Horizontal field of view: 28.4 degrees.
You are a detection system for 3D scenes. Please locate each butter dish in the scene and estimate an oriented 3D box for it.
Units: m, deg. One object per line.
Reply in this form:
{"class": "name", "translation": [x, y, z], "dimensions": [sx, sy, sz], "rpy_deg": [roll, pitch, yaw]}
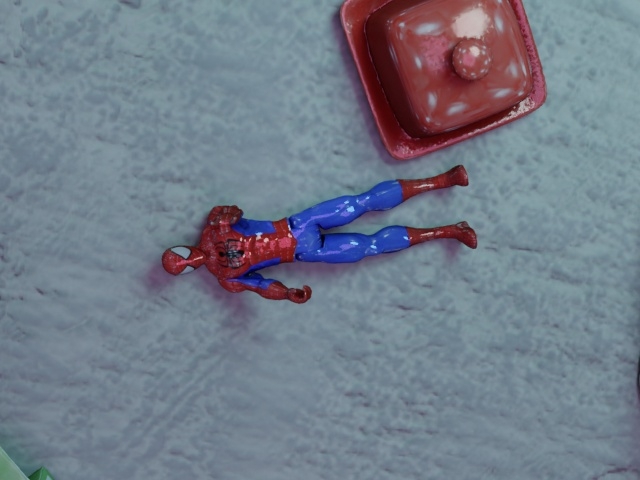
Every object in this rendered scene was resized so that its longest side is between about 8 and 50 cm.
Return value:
{"class": "butter dish", "translation": [0.117, -0.158, 1.084], "dimensions": [0.160, 0.118, 0.160], "rpy_deg": [-21, 104, -3]}

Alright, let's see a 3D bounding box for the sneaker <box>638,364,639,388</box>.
{"class": "sneaker", "translation": [0.367, 0.040, 1.153], "dimensions": [0.111, 0.129, 0.297], "rpy_deg": [-2, 100, -5]}

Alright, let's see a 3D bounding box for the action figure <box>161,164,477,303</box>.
{"class": "action figure", "translation": [0.000, 0.000, 1.096], "dimensions": [0.280, 0.139, 0.091], "rpy_deg": [-11, 101, -3]}

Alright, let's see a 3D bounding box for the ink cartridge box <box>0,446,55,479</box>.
{"class": "ink cartridge box", "translation": [-0.269, 0.283, 1.150], "dimensions": [0.109, 0.062, 0.209], "rpy_deg": [-36, 103, 1]}
